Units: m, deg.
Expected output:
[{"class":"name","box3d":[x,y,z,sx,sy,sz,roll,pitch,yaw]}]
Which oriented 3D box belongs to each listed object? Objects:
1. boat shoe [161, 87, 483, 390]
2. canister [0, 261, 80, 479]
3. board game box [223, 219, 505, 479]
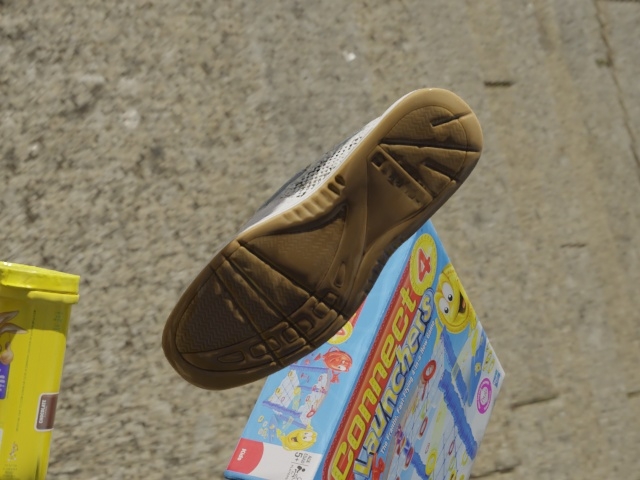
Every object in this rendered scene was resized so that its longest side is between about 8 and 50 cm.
[{"class":"boat shoe","box3d":[0.000,0.000,0.915,0.277,0.096,0.098,-41,101,-4]},{"class":"canister","box3d":[-0.259,0.105,1.030,0.073,0.126,0.170,9,89,-38]},{"class":"board game box","box3d":[0.060,0.174,1.226,0.308,0.086,0.302,-66,146,-28]}]
